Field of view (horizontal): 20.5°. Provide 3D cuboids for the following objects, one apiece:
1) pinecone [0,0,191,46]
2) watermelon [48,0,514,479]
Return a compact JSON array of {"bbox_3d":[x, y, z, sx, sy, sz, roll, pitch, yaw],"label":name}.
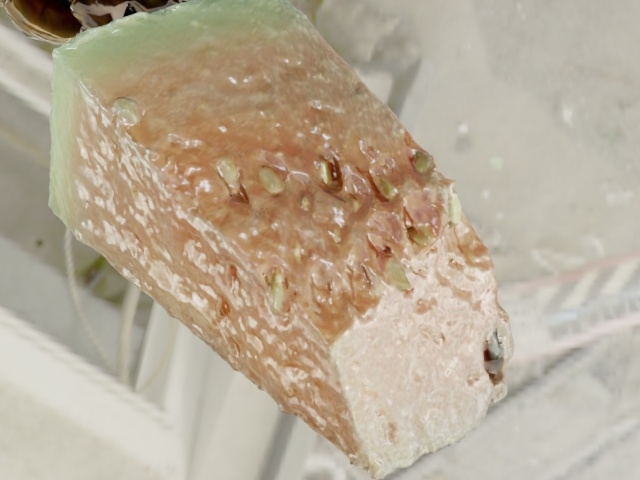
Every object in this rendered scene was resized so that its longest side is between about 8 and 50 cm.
[{"bbox_3d":[-0.115,-0.219,1.069,0.257,0.243,0.243,-5,126,33],"label":"pinecone"},{"bbox_3d":[0.000,0.000,0.871,0.193,0.256,0.139,-15,138,-26],"label":"watermelon"}]
